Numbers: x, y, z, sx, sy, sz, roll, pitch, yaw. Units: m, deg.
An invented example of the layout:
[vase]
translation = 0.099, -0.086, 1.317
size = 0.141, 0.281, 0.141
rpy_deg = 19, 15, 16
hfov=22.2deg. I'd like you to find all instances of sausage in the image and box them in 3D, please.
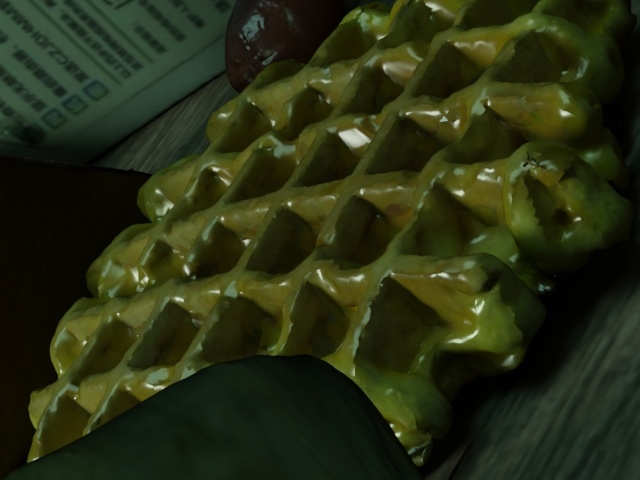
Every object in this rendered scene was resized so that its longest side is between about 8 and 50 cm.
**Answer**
[sausage]
translation = -0.021, -0.112, 0.866
size = 0.059, 0.054, 0.094
rpy_deg = -23, 34, 36

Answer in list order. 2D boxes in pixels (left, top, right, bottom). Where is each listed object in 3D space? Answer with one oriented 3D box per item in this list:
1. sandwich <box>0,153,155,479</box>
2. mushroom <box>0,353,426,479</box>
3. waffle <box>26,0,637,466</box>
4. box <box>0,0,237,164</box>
[sandwich]
translation = -0.197, 0.008, 0.799
size = 0.108, 0.186, 0.220
rpy_deg = -2, 49, 50
[mushroom]
translation = -0.025, 0.144, 0.403
size = 0.190, 0.164, 0.267
rpy_deg = -33, -18, -32
[waffle]
translation = -0.009, 0.006, 0.678
size = 0.329, 0.062, 0.329
rpy_deg = -32, 30, 21
[box]
translation = -0.206, -0.222, 0.904
size = 0.397, 0.396, 0.111
rpy_deg = -30, 32, 24
